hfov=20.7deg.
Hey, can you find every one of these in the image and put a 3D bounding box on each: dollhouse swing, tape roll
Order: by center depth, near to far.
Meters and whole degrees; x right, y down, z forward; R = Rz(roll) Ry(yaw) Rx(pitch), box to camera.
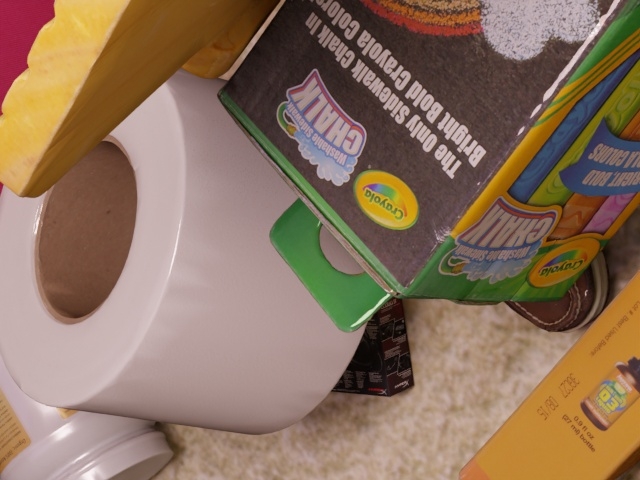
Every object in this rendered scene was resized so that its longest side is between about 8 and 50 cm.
[{"bbox_3d":[-0.092,-0.250,0.847,0.315,0.305,0.347,52,140,10],"label":"dollhouse swing"},{"bbox_3d":[-0.096,0.005,1.214,0.246,0.169,0.246,-20,64,48],"label":"tape roll"}]

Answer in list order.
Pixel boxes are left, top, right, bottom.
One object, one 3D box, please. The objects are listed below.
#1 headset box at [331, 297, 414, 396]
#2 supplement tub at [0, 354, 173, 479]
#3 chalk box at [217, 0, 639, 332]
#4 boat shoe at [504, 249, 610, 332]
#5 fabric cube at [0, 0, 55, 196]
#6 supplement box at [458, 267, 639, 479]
[{"bbox_3d":[0.031,0.070,1.292,0.062,0.032,0.083,0,102,41],"label":"headset box"},{"bbox_3d":[-0.225,0.125,1.460,0.144,0.144,0.199,-44,74,41],"label":"supplement tub"},{"bbox_3d":[0.084,-0.079,0.995,0.180,0.179,0.289,50,116,28],"label":"chalk box"},{"bbox_3d":[0.084,-0.038,1.167,0.257,0.095,0.095,52,131,16],"label":"boat shoe"},{"bbox_3d":[-0.349,-0.090,1.365,0.258,0.254,0.259,-20,46,44],"label":"fabric cube"},{"bbox_3d":[0.189,0.104,1.134,0.078,0.080,0.233,50,132,17],"label":"supplement box"}]
